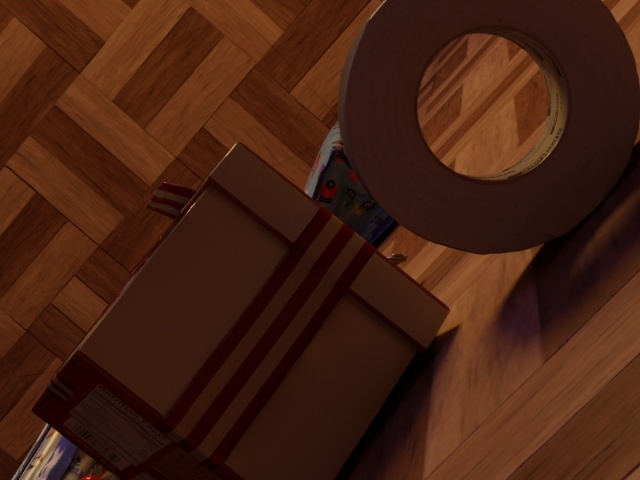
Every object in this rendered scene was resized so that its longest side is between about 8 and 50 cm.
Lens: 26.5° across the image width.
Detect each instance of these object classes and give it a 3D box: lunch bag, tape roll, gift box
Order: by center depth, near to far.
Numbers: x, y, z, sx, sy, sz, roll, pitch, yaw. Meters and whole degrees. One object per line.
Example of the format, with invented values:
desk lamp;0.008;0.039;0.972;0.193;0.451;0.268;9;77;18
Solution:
tape roll;0.123;-0.101;1.017;0.219;0.219;0.072;-49;5;2
gift box;-0.080;0.087;1.159;0.258;0.255;0.276;-54;10;-26
lunch bag;-0.344;0.353;1.714;0.243;0.115;0.303;99;-168;-45
lunch bag;0.000;0.000;1.929;0.293;0.138;0.221;-57;6;14

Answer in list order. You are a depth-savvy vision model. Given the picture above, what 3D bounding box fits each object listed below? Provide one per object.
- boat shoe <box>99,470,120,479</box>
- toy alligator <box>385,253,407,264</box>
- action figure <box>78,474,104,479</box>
boat shoe;-0.189;0.278;1.562;0.103;0.092;0.285;-27;-14;-43
toy alligator;0.047;0.059;1.439;0.190;0.056;0.051;146;123;-65
action figure;-0.199;0.326;1.397;0.091;0.139;0.280;-47;27;-12
